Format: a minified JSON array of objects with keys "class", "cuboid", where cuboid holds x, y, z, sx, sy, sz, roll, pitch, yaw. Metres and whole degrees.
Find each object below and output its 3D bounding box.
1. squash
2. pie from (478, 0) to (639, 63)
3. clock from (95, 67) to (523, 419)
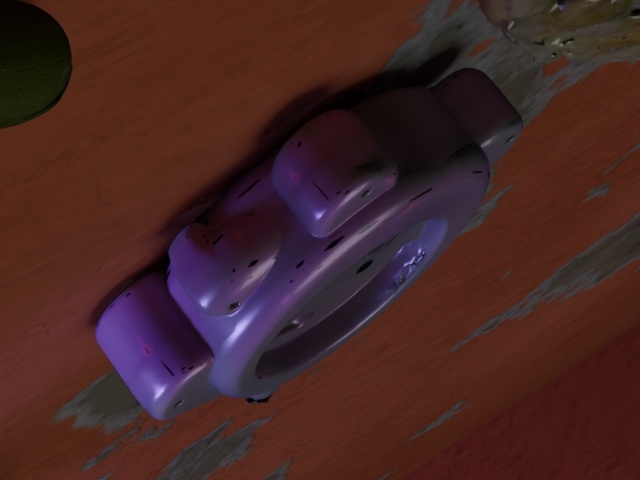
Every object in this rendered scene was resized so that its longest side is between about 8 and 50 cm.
[{"class":"squash","cuboid":[-0.150,-0.060,0.674,0.052,0.052,0.183,-43,162,29]},{"class":"pie","cuboid":[0.224,-0.191,0.918,0.339,0.077,0.339,-16,150,-10]},{"class":"clock","cuboid":[0.000,0.000,1.182,0.227,0.090,0.248,-22,159,-48]}]
